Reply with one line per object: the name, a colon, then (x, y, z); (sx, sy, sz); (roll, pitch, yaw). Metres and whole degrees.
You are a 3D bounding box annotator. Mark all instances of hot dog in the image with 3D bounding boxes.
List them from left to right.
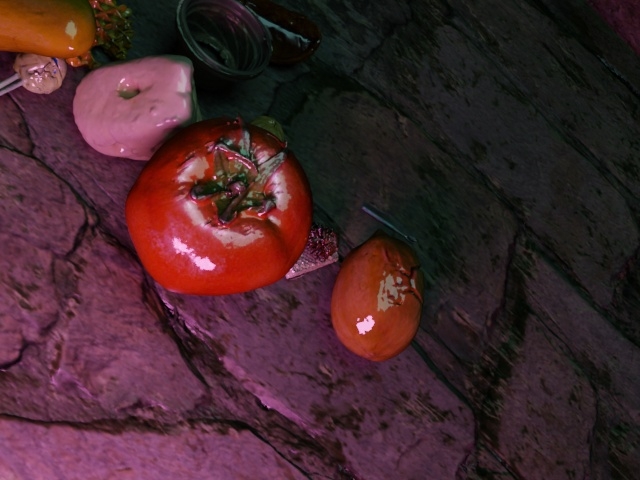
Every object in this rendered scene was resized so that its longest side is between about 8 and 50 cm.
hot dog: (-0.111, -0.516, 1.815); (0.227, 0.099, 0.160); (27, 53, -19)

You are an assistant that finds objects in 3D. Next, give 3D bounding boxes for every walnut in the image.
walnut: (0.124, 0.107, 1.586); (0.203, 0.203, 0.298); (17, 65, -27)

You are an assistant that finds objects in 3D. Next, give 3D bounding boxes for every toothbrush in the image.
toothbrush: (0.167, -0.039, 1.812); (0.167, 0.014, 0.011); (33, 60, -17)

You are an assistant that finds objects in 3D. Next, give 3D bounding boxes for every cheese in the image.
cheese: (-0.354, -0.246, 1.481); (0.247, 0.251, 0.174); (-2, 77, 3)

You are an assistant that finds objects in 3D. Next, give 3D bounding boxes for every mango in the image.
mango: (-0.550, -0.428, 1.369); (0.331, 0.142, 0.195); (15, 51, 10)

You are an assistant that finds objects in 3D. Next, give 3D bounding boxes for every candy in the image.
candy: (-0.610, -0.264, 1.358); (0.092, 0.093, 0.335); (30, 52, 27)

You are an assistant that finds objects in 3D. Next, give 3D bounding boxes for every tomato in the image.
tomato: (-0.193, -0.055, 1.389); (0.341, 0.273, 0.341); (7, 71, -22)

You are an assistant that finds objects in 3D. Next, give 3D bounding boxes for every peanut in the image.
peanut: (-0.146, -0.169, 1.593); (0.098, 0.103, 0.229); (21, 68, 4)

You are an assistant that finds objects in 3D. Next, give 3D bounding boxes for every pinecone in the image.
pinecone: (0.000, 0.000, 1.579); (0.083, 0.077, 0.077); (30, 45, 21)

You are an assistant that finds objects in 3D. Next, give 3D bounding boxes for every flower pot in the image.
flower pot: (-0.236, -0.426, 1.654); (0.235, 0.140, 0.235); (17, 58, -29)

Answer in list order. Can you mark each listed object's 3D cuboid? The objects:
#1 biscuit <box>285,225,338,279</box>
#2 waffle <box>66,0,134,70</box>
biscuit: (-0.062, -0.045, 1.634); (0.147, 0.046, 0.250); (-16, 76, -39)
waffle: (-0.502, -0.453, 1.541); (0.231, 0.051, 0.229); (17, 58, -26)
